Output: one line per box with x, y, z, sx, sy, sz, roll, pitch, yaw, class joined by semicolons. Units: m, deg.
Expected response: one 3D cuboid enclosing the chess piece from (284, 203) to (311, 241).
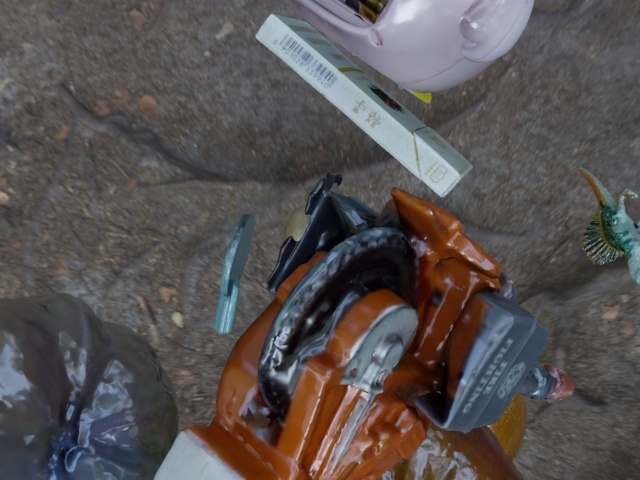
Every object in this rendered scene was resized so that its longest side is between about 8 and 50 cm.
0.000;0.000;1.035;0.038;0.083;0.084;-23;78;39;chess piece

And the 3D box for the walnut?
-0.230;0.159;0.743;0.248;0.248;0.248;-1;82;4;walnut

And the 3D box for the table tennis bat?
-0.158;0.063;1.795;0.038;0.149;0.237;15;113;5;table tennis bat

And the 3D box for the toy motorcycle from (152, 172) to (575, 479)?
-0.002;0.132;0.492;0.147;0.221;0.326;35;101;31;toy motorcycle

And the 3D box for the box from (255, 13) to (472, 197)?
0.034;-0.095;0.691;0.167;0.090;0.024;41;106;5;box

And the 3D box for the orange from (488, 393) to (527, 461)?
0.188;0.243;1.353;0.206;0.206;0.206;-1;82;4;orange

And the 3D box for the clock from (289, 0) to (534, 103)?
0.134;-0.400;1.275;0.368;0.250;0.377;42;106;34;clock

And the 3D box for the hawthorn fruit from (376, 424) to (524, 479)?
0.086;0.267;0.984;0.258;0.262;0.258;6;104;25;hawthorn fruit

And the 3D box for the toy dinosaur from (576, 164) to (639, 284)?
0.385;-0.017;1.300;0.187;0.044;0.106;35;96;33;toy dinosaur
